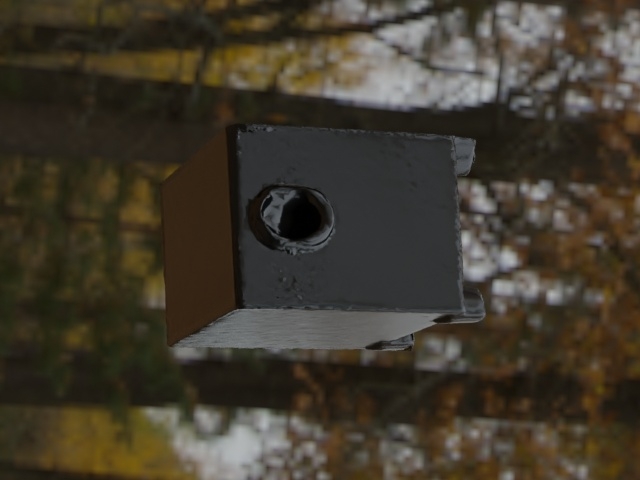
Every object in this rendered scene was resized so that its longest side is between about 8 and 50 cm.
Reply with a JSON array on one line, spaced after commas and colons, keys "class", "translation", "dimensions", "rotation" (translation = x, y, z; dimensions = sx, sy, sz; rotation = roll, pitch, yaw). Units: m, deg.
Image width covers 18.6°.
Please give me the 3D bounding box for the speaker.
[{"class": "speaker", "translation": [0.000, 0.000, 1.834], "dimensions": [0.232, 0.254, 0.184], "rotation": [149, -59, -66]}]
